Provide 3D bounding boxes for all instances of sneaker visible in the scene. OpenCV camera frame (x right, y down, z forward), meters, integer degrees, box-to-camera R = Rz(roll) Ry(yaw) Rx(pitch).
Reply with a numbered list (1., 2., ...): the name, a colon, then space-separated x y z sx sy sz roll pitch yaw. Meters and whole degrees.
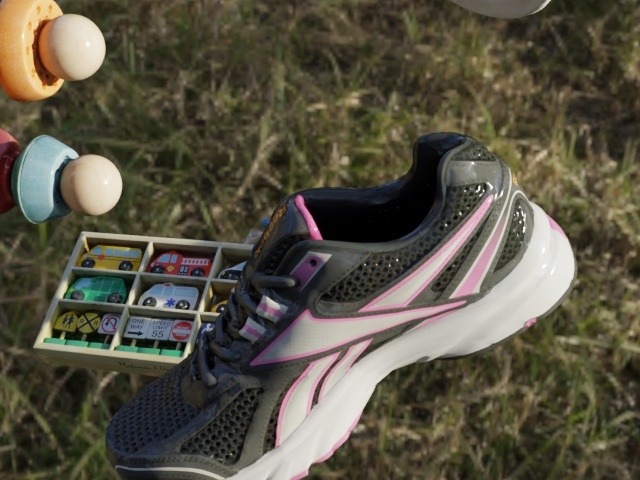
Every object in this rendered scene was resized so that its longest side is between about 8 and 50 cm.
1. sneaker: -0.005 0.021 0.388 0.178 0.077 0.072 -35 33 2

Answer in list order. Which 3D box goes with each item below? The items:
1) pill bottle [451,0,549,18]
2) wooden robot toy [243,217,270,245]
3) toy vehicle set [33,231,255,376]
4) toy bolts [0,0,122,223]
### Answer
1. pill bottle: 0.255 -0.453 1.382 0.176 0.176 0.318 15 67 19
2. wooden robot toy: 0.000 0.000 1.314 0.173 0.079 0.076 12 54 -23
3. toy vehicle set: -0.170 0.074 1.248 0.267 0.035 0.166 4 53 12
4. toy bolts: -0.281 -0.092 1.016 0.159 0.228 0.218 6 47 14
